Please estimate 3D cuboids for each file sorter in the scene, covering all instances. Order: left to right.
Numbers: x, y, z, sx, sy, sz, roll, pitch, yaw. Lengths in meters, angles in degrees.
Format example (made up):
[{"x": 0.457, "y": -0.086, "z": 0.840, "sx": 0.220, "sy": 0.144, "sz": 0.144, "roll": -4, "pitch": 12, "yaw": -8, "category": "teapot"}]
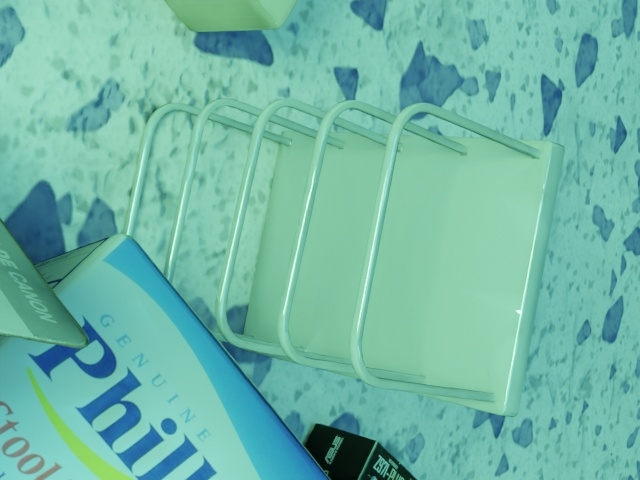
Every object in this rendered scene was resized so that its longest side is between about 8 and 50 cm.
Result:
[{"x": 0.000, "y": 0.000, "z": 0.811, "sx": 0.173, "sy": 0.277, "sz": 0.193, "roll": 15, "pitch": 85, "yaw": -44, "category": "file sorter"}]

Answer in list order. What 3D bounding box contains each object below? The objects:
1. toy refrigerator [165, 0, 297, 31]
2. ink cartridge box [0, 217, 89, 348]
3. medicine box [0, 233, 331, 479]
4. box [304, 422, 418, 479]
[{"x": -0.029, "y": -0.294, "z": 0.857, "sx": 0.094, "sy": 0.102, "sz": 0.270, "roll": 48, "pitch": 62, "yaw": -41, "category": "toy refrigerator"}, {"x": -0.286, "y": -0.013, "z": 0.444, "sx": 0.271, "sy": 0.309, "sz": 0.130, "roll": 16, "pitch": 112, "yaw": -48, "category": "ink cartridge box"}, {"x": -0.165, "y": 0.189, "z": 0.690, "sx": 0.263, "sy": 0.149, "sz": 0.289, "roll": 53, "pitch": 57, "yaw": -15, "category": "medicine box"}, {"x": 0.035, "y": 0.281, "z": 1.037, "sx": 0.180, "sy": 0.077, "sz": 0.147, "roll": 48, "pitch": 61, "yaw": -41, "category": "box"}]
